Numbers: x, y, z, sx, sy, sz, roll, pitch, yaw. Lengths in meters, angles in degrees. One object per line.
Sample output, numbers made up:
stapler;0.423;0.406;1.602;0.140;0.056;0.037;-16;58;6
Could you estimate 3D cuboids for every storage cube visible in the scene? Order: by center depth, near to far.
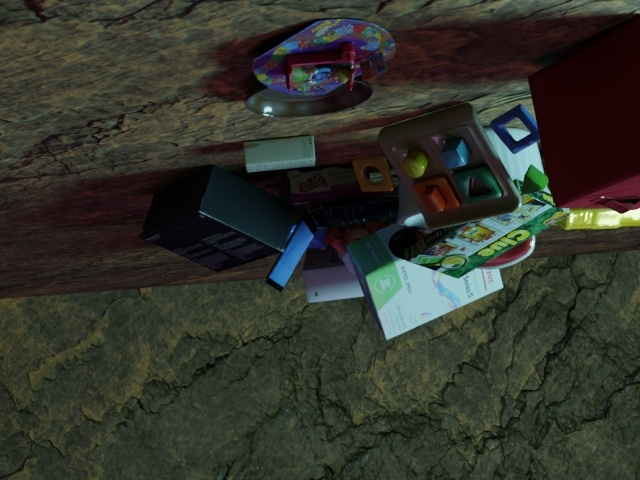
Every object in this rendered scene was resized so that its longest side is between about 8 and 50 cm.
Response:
storage cube;0.416;-0.155;1.255;0.184;0.214;0.193;0;164;-35

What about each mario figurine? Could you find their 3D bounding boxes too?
mario figurine;0.000;0.000;2.148;0.321;0.198;0.170;1;158;-20

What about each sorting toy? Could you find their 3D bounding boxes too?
sorting toy;0.197;-0.106;1.532;0.348;0.196;0.047;-13;-152;39

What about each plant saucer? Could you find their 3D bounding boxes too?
plant saucer;-0.016;-0.196;1.266;0.169;0.029;0.168;-5;172;-1

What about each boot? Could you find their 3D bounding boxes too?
boot;0.257;0.006;1.767;0.244;0.088;0.176;-6;172;26

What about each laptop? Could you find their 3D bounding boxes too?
laptop;0.030;0.011;1.888;0.265;0.136;0.234;-6;173;4

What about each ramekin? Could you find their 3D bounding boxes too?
ramekin;0.267;-0.109;1.734;0.277;0.135;0.277;-7;172;-1

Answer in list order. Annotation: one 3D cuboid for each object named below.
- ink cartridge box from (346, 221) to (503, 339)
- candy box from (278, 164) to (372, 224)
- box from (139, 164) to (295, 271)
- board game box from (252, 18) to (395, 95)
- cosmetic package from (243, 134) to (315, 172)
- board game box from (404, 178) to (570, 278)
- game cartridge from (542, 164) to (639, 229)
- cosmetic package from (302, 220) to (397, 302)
ink cartridge box;0.257;0.041;2.053;0.354;0.119;0.207;-24;130;-4
candy box;0.005;-0.089;1.910;0.159;0.071;0.233;-5;172;-8
box;-0.198;-0.035;1.824;0.184;0.103;0.261;24;158;-28
board game box;0.005;-0.198;1.128;0.169;0.033;0.133;-24;156;35
cosmetic package;-0.067;-0.141;1.580;0.115;0.041;0.060;-6;173;-3
board game box;0.280;-0.014;1.648;0.136;0.030;0.260;16;143;-36
game cartridge;0.544;-0.090;1.924;0.324;0.052;0.285;-5;-158;-15
cosmetic package;0.159;0.026;2.323;0.378;0.097;0.284;-8;-154;8
